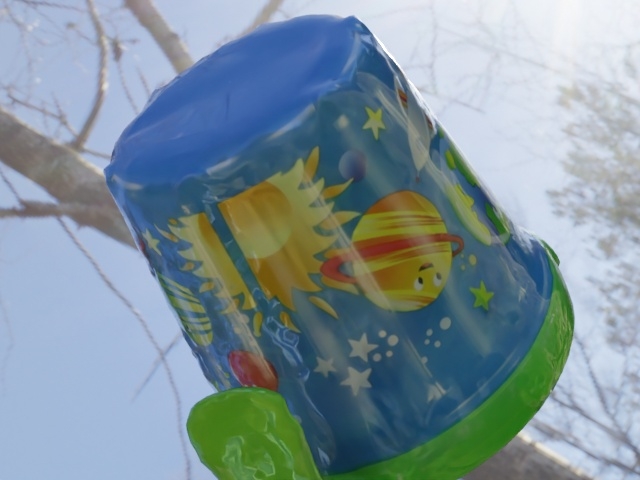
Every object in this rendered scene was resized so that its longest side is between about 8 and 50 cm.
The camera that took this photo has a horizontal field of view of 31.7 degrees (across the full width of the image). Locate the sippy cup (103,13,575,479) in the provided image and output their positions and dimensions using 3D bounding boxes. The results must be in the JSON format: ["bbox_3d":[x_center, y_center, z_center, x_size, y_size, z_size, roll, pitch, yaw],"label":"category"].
[{"bbox_3d":[0.000,0.000,0.660,0.240,0.305,0.224,-36,-60,-5],"label":"sippy cup"}]
